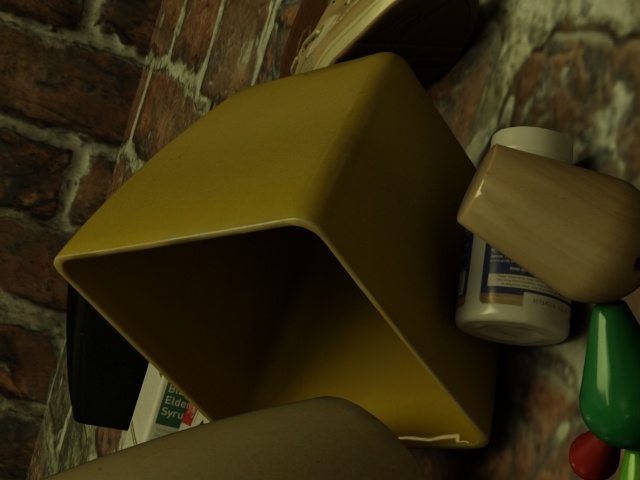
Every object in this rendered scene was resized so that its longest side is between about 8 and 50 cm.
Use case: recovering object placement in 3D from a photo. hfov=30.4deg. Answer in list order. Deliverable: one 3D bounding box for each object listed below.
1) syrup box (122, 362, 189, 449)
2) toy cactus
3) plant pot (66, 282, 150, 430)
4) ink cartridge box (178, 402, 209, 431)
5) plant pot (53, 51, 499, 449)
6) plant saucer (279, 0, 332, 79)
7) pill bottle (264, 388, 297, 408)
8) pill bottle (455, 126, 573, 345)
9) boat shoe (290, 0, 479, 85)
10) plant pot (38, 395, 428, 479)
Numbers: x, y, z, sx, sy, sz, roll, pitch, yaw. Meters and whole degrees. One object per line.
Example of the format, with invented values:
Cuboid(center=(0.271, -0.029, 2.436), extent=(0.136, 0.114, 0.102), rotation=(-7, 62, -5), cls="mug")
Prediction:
Cuboid(center=(-0.152, 0.196, 1.305), extent=(0.096, 0.093, 0.236), rotation=(-127, 54, -68), cls="syrup box")
Cuboid(center=(0.143, 0.011, 0.458), extent=(0.219, 0.181, 0.112), rotation=(-63, 1, 19), cls="toy cactus")
Cuboid(center=(-0.218, 0.132, 1.416), extent=(0.188, 0.188, 0.166), rotation=(-143, 66, -71), cls="plant pot")
Cuboid(center=(-0.095, 0.230, 1.143), extent=(0.175, 0.072, 0.127), rotation=(-111, 40, -62), cls="ink cartridge box")
Cuboid(center=(0.000, 0.000, 0.772), extent=(0.212, 0.212, 0.187), rotation=(-8, 44, 38), cls="plant pot")
Cuboid(center=(-0.004, -0.209, 1.280), extent=(0.198, 0.036, 0.198), rotation=(-165, 90, -73), cls="plant saucer")
Cuboid(center=(-0.024, 0.147, 0.945), extent=(0.184, 0.103, 0.103), rotation=(-167, 92, -72), cls="pill bottle")
Cuboid(center=(0.119, -0.003, 0.695), extent=(0.067, 0.067, 0.120), rotation=(150, 132, -66), cls="pill bottle")
Cuboid(center=(0.036, -0.168, 0.988), extent=(0.302, 0.109, 0.098), rotation=(134, 129, -66), cls="boat shoe")
Cuboid(center=(-0.067, 0.211, 0.663), extent=(0.256, 0.274, 0.256), rotation=(34, 140, 34), cls="plant pot")
